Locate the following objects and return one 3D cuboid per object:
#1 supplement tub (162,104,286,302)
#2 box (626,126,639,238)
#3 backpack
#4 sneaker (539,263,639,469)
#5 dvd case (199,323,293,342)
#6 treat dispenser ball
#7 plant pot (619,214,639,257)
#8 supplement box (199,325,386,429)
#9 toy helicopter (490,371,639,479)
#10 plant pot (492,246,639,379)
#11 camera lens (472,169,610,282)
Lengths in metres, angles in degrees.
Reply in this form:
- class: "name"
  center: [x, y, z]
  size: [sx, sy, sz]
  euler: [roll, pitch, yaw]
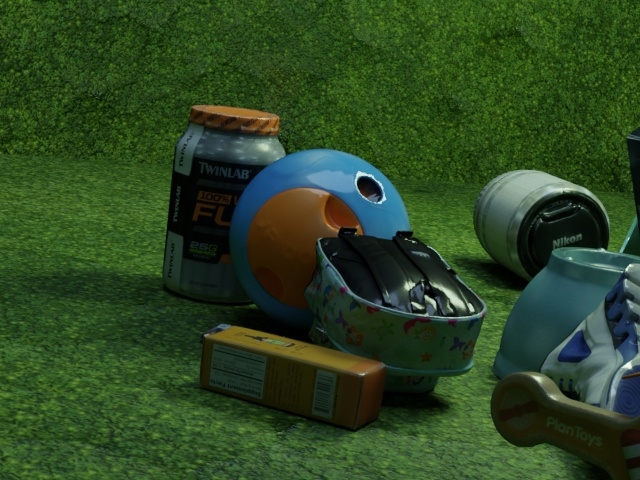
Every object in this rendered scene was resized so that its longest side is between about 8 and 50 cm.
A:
- class: "supplement tub"
  center: [-0.162, -0.065, 2.119]
  size: [0.193, 0.316, 0.193]
  euler: [6, 11, -1]
- class: "box"
  center: [0.738, -0.027, 2.182]
  size: [0.212, 0.396, 0.293]
  euler: [-31, 30, -29]
- class: "backpack"
  center: [0.103, 0.106, 1.723]
  size: [0.225, 0.191, 0.253]
  euler: [5, 16, -22]
- class: "sneaker"
  center: [0.376, 0.194, 1.606]
  size: [0.127, 0.182, 0.316]
  euler: [31, 42, -11]
- class: "dvd case"
  center: [-0.110, 0.148, 1.849]
  size: [0.119, 0.013, 0.087]
  euler: [11, 11, 15]
- class: "treat dispenser ball"
  center: [0.000, 0.000, 1.953]
  size: [0.288, 0.288, 0.288]
  euler: [7, 11, -1]
- class: "plant pot"
  center: [0.790, -0.020, 2.631]
  size: [0.235, 0.293, 0.293]
  euler: [24, 14, 11]
- class: "supplement box"
  center: [-0.038, 0.173, 1.596]
  size: [0.233, 0.080, 0.078]
  euler: [14, 12, 25]
- class: "toy helicopter"
  center: [0.325, 0.198, 1.271]
  size: [0.355, 0.235, 0.140]
  euler: [17, 15, 43]
- class: "plant pot"
  center: [0.417, 0.120, 1.846]
  size: [0.292, 0.196, 0.293]
  euler: [7, 11, -1]
- class: "camera lens"
  center: [0.456, -0.028, 2.578]
  size: [0.219, 0.220, 0.274]
  euler: [4, 11, -15]
